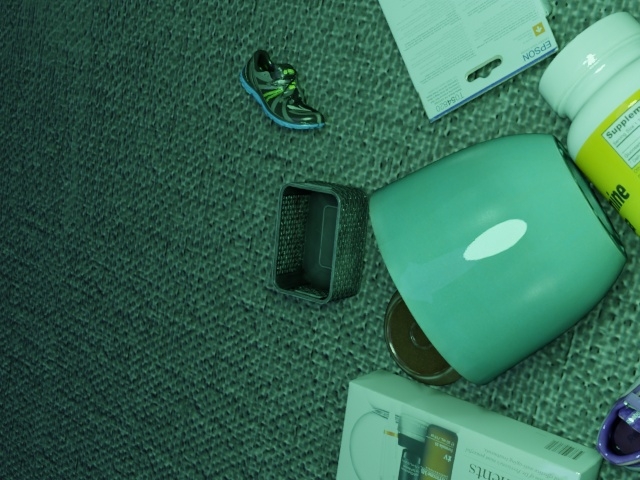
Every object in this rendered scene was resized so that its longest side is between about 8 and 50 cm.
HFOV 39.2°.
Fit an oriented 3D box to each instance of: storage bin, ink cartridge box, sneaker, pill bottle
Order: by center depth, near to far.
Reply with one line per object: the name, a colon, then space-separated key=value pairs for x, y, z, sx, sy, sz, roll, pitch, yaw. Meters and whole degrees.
pill bottle: x=0.414 y=-0.101 z=1.050 sx=0.188 sy=0.188 sz=0.334 roll=-48 pitch=67 yaw=31
sneaker: x=0.424 y=0.200 z=1.125 sx=0.095 sy=0.104 sz=0.236 roll=45 pitch=119 yaw=37
ink cartridge box: x=0.208 y=-0.313 z=1.269 sx=0.223 sy=0.045 sz=0.224 roll=-26 pitch=80 yaw=36
storage bin: x=0.000 y=0.000 z=1.439 sx=0.122 sy=0.084 sz=0.180 roll=13 pitch=104 yaw=35
sneaker: x=-0.062 y=-0.245 z=1.467 sx=0.188 sy=0.067 sz=0.078 roll=47 pitch=126 yaw=27

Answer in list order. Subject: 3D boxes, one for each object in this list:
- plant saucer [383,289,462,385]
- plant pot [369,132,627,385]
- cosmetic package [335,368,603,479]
plant saucer: x=0.161 y=0.141 z=1.369 sx=0.168 sy=0.029 sz=0.169 roll=6 pitch=99 yaw=37
plant pot: x=0.240 y=0.002 z=1.143 sx=0.235 sy=0.293 sz=0.293 roll=-31 pitch=76 yaw=20
cosmetic package: x=0.198 y=0.388 z=1.330 sx=0.377 sy=0.097 sz=0.285 roll=16 pitch=107 yaw=35
